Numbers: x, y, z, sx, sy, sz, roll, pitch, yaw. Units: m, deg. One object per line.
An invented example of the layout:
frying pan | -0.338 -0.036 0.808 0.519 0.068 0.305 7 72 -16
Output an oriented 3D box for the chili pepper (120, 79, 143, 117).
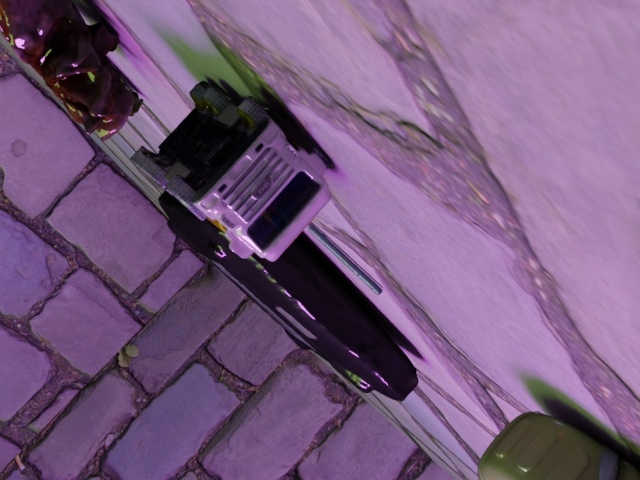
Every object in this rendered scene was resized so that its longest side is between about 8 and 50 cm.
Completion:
chili pepper | -0.357 -0.264 1.248 0.359 0.076 0.085 39 179 -34

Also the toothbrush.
toothbrush | 0.000 0.000 1.090 0.167 0.014 0.011 43 164 9

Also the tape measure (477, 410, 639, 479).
tape measure | 0.208 0.222 0.854 0.175 0.106 0.200 34 166 37

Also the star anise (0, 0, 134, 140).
star anise | -0.261 -0.204 1.081 0.214 0.099 0.220 61 173 -16

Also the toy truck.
toy truck | -0.070 -0.055 0.854 0.114 0.098 0.227 43 176 -23

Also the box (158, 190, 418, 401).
box | -0.051 0.050 1.358 0.359 0.091 0.350 44 173 -17
